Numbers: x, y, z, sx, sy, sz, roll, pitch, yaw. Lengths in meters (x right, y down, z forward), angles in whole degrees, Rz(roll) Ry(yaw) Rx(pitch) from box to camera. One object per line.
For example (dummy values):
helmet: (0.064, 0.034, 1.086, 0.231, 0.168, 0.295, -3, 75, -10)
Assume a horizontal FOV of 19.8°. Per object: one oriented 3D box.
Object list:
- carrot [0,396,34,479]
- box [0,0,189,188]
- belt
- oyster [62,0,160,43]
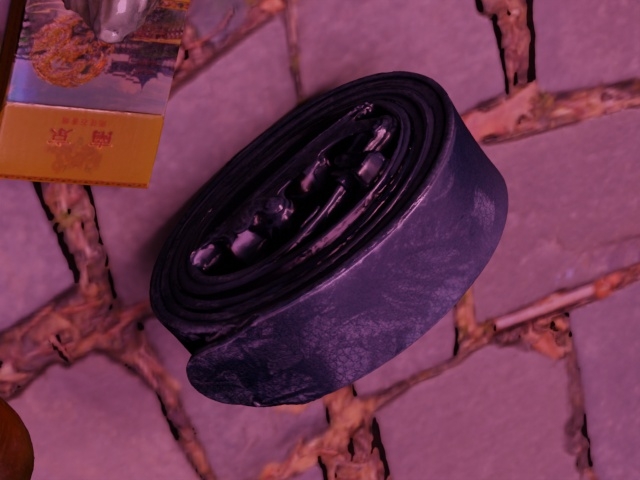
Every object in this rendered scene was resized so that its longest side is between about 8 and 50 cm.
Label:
carrot: (-0.228, 0.079, 0.889, 0.193, 0.087, 0.087, 35, 96, -32)
box: (-0.110, -0.101, 0.894, 0.087, 0.023, 0.155, 1, 114, -31)
belt: (0.000, 0.000, 0.929, 0.190, 0.141, 0.082, -39, 124, -1)
oyster: (-0.081, -0.231, 0.704, 0.199, 0.087, 0.252, 39, 86, -17)
